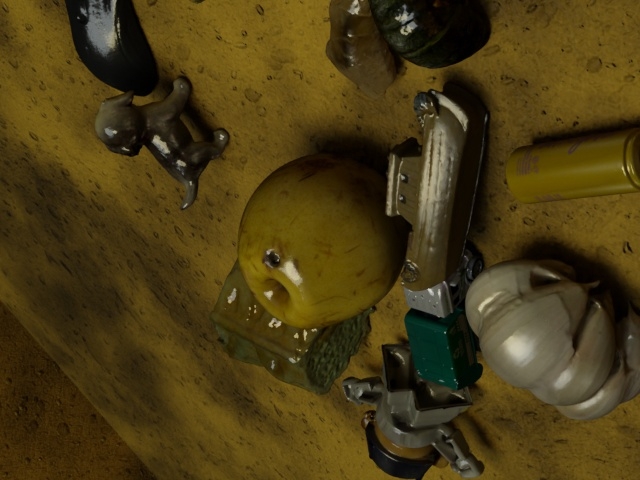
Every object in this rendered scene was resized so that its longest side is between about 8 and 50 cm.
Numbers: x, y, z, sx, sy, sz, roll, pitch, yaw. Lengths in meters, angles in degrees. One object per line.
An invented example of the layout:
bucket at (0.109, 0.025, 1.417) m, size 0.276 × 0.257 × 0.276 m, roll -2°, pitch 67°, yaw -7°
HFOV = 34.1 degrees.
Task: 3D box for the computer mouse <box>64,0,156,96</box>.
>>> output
computer mouse at (-0.377, -0.352, 1.828) m, size 0.147 × 0.088 × 0.264 m, roll 15°, pitch 134°, yaw 36°

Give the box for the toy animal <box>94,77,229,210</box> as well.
toy animal at (-0.279, -0.187, 1.825) m, size 0.233 × 0.169 × 0.121 m, roll 42°, pitch 151°, yaw -20°

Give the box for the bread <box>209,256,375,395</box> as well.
bread at (-0.056, 0.148, 1.917) m, size 0.252 × 0.239 × 0.196 m, roll 32°, pitch -174°, yaw 28°

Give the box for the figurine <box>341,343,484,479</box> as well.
figurine at (0.161, 0.333, 1.911) m, size 0.308 × 0.143 × 0.309 m, roll 37°, pitch 138°, yaw 42°

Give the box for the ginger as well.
ginger at (0.057, -0.276, 1.421) m, size 0.095 × 0.069 × 0.190 m, roll 24°, pitch 142°, yaw 28°

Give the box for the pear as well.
pear at (0.000, 0.000, 1.612) m, size 0.280 × 0.281 × 0.281 m, roll 30°, pitch 144°, yaw 24°

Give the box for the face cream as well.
face cream at (0.353, -0.093, 1.274) m, size 0.273 × 0.078 × 0.078 m, roll -5°, pitch 122°, yaw 51°

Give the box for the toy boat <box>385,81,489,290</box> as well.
toy boat at (0.151, -0.069, 1.469) m, size 0.121 × 0.089 × 0.321 m, roll 21°, pitch 125°, yaw 24°

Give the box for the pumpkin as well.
pumpkin at (0.120, -0.289, 1.298) m, size 0.183 × 0.107 × 0.119 m, roll 54°, pitch 142°, yaw -10°

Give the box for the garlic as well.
garlic at (0.333, 0.135, 1.458) m, size 0.281 × 0.184 × 0.203 m, roll 43°, pitch 128°, yaw 8°

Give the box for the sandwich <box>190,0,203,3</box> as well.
sandwich at (-0.098, -0.406, 1.317) m, size 0.065 × 0.215 × 0.186 m, roll 44°, pitch 149°, yaw 0°

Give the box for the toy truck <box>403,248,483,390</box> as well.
toy truck at (0.202, 0.125, 1.655) m, size 0.114 × 0.124 × 0.253 m, roll 15°, pitch 138°, yaw 35°
